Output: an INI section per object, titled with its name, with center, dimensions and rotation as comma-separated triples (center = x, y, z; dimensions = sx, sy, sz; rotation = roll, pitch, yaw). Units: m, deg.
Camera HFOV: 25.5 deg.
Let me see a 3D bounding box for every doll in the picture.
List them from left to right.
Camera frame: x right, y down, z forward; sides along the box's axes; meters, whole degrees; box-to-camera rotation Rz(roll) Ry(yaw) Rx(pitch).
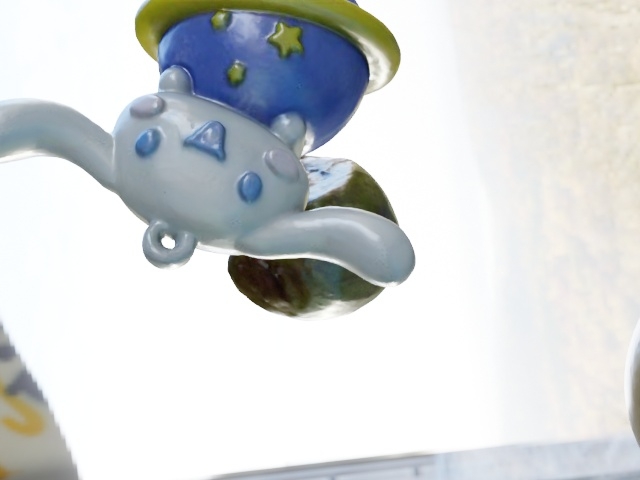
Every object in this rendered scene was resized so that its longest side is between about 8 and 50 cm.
[doll]
center = -0.088, -0.092, 1.012
dimensions = 0.159, 0.311, 0.242
rotation = 128, 146, -80

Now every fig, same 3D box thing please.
[fig]
center = 0.000, 0.000, 1.233
dimensions = 0.166, 0.154, 0.144
rotation = 26, -160, -41

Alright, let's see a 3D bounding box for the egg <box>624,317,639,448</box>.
[egg]
center = 0.315, 0.100, 1.006
dimensions = 0.244, 0.201, 0.201
rotation = 44, -144, -60
